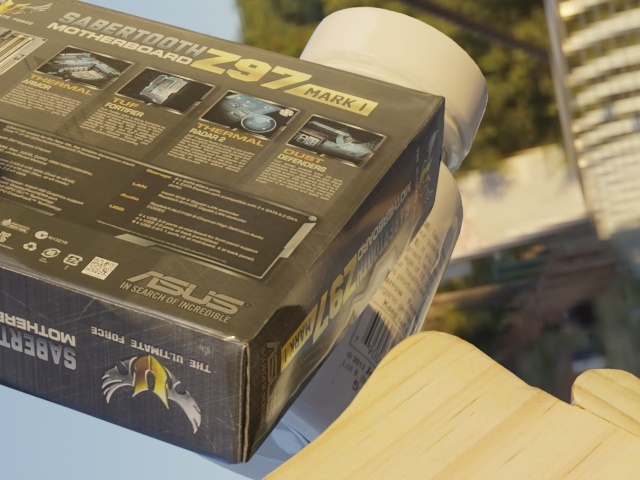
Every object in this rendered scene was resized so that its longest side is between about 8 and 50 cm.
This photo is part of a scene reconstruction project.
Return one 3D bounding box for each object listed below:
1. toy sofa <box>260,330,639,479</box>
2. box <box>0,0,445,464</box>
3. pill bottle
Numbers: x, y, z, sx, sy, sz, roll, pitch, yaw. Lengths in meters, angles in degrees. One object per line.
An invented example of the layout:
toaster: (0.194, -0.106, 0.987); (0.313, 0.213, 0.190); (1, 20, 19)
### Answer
toy sofa: (-0.003, 0.189, 0.483); (0.177, 0.362, 0.150); (25, 133, 37)
box: (-0.091, -0.022, 0.617); (0.183, 0.232, 0.059); (-52, -26, -50)
pill bottle: (0.000, 0.000, 0.832); (0.131, 0.131, 0.229); (72, -142, -57)
